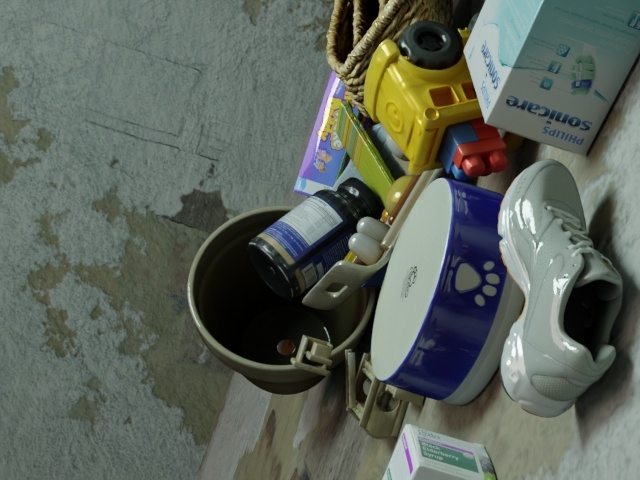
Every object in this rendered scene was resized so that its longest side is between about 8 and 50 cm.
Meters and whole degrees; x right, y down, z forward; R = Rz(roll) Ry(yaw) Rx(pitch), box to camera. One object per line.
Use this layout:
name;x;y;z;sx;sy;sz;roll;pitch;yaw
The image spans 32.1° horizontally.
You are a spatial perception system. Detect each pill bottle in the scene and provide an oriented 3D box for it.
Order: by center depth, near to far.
pill bottle;-0.004;-0.009;1.871;0.219;0.123;0.123;-37;-3;-20

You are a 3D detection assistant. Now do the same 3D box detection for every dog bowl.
dog bowl;0.155;0.061;1.356;0.265;0.104;0.265;-163;90;-81

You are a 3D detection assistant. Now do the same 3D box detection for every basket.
basket;0.096;-0.383;1.878;0.213;0.223;0.299;-18;41;19

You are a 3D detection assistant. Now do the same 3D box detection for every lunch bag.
lunch bag;0.099;0.036;1.848;0.067;0.065;0.098;-111;33;-43

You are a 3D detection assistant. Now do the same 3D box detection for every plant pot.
plant pot;-0.064;0.140;2.016;0.280;0.323;0.323;88;-168;-61

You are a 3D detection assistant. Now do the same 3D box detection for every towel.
towel;0.090;-0.120;1.879;0.237;0.021;0.102;61;164;21

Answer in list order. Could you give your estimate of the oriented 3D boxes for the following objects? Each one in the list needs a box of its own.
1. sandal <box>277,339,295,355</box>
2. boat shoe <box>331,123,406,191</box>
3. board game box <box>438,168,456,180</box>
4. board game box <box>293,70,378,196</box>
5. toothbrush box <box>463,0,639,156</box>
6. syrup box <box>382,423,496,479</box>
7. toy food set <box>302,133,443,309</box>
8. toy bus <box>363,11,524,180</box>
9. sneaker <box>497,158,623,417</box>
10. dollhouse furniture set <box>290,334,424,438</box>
sandal;-0.006;0.136;2.235;0.102;0.076;0.265;78;-147;-59
boat shoe;0.113;-0.136;1.977;0.094;0.109;0.302;-28;-10;-34
board game box;0.186;-0.142;1.751;0.136;0.035;0.201;127;158;-64
board game box;0.069;-0.238;2.184;0.233;0.078;0.347;8;-80;-72
toothbrush box;0.275;-0.275;1.198;0.216;0.126;0.295;-91;21;-60
syrup box;0.101;0.329;1.213;0.096;0.093;0.237;-97;26;-69
toy food set;0.080;-0.049;1.614;0.306;0.092;0.220;-57;3;-23
toy bus;0.193;-0.166;1.401;0.149;0.220;0.211;100;149;-53
sneaker;0.236;0.027;1.034;0.121;0.099;0.262;134;145;-54
dollhouse furniture set;0.041;0.213;1.564;0.182;0.161;0.101;-157;84;-82
